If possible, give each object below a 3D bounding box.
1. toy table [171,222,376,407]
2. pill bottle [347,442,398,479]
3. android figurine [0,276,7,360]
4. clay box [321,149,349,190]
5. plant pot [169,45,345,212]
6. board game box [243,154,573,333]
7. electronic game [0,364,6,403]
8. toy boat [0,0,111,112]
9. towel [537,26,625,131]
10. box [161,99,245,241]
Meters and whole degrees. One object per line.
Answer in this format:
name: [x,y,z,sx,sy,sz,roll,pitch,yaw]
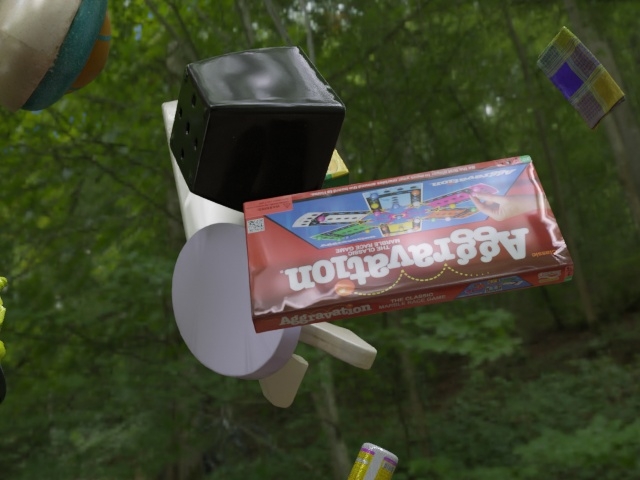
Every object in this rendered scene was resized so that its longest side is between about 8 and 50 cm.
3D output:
toy table: [-0.059,0.085,1.138,0.161,0.274,0.252,18,-70,-37]
pill bottle: [0.050,0.268,0.971,0.043,0.083,0.043,24,-17,8]
android figurine: [-0.606,0.129,1.373,0.248,0.273,0.056,38,-40,2]
clay box: [-0.021,-0.126,1.333,0.053,0.222,0.127,-19,-38,-13]
plant pot: [-0.098,-0.143,1.174,0.167,0.187,0.188,0,-53,-26]
board game box: [0.072,-0.001,0.816,0.281,0.145,0.027,-10,-42,1]
electronic game: [-0.410,0.093,0.879,0.229,0.048,0.229,18,-42,18]
toy boat: [-0.256,-0.277,0.980,0.148,0.267,0.318,28,-71,-26]
towel: [0.222,-0.138,0.760,0.009,0.083,0.060,-33,-8,-19]
box: [-0.166,-0.077,1.434,0.121,0.311,0.148,-13,-32,-5]
